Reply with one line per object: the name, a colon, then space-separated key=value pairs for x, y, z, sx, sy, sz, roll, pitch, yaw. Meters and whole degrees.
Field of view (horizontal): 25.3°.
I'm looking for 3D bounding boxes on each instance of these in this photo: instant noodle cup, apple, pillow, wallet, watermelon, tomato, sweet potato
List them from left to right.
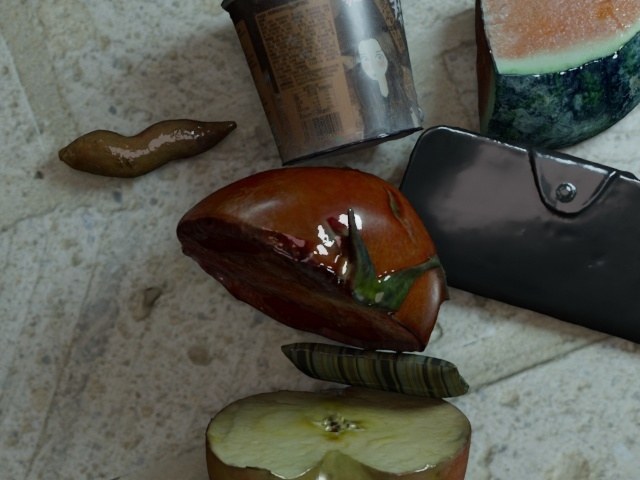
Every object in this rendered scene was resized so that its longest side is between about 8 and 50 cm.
sweet potato: x=-0.206 y=-0.110 z=1.710 sx=0.218 sy=0.051 sz=0.065 roll=-8 pitch=82 yaw=1
tomato: x=0.005 y=-0.004 z=1.608 sx=0.309 sy=0.309 sz=0.170 roll=28 pitch=72 yaw=4
instant noodle cup: x=0.013 y=-0.204 z=1.645 sx=0.217 sy=0.217 sz=0.207 roll=-14 pitch=91 yaw=0
apple: x=0.019 y=0.277 z=1.592 sx=0.293 sy=0.251 sz=0.163 roll=1 pitch=105 yaw=-1
pillow: x=0.063 y=0.148 z=1.629 sx=0.203 sy=0.113 sz=0.038 roll=5 pitch=72 yaw=16
wallet: x=0.271 y=-0.006 z=1.674 sx=0.377 sy=0.051 sz=0.197 roll=17 pitch=103 yaw=1
watermelon: x=0.293 y=-0.248 z=1.678 sx=0.318 sy=0.148 sz=0.226 roll=-43 pitch=78 yaw=-5
